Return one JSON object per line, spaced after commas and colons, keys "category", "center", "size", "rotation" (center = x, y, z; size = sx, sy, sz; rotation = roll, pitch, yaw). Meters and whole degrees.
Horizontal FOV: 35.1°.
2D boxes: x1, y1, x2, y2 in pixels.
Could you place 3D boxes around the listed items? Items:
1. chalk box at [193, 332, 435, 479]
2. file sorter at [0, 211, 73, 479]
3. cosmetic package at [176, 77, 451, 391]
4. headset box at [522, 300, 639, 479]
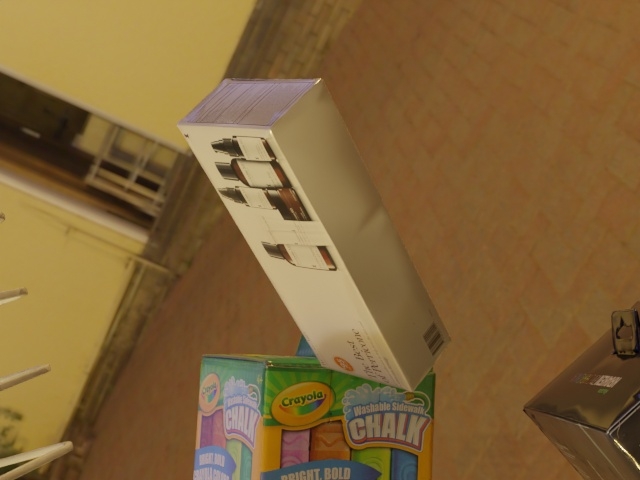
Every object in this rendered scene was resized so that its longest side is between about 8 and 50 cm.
{"category": "chalk box", "center": [-0.010, 0.193, 0.963], "size": [0.180, 0.179, 0.289], "rotation": [167, 106, -64]}
{"category": "file sorter", "center": [-0.327, 0.071, 0.758], "size": [0.173, 0.278, 0.193], "rotation": [-17, -1, 21]}
{"category": "cosmetic package", "center": [0.000, 0.000, 0.713], "size": [0.098, 0.239, 0.060], "rotation": [10, 49, 47]}
{"category": "headset box", "center": [0.275, 0.163, 0.643], "size": [0.131, 0.283, 0.246], "rotation": [-41, -6, -4]}
